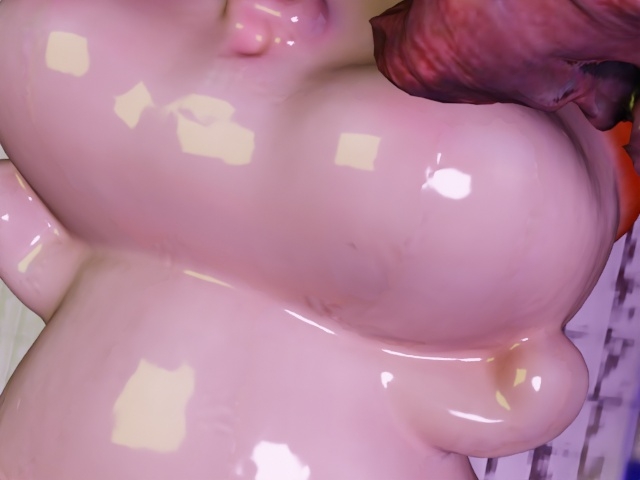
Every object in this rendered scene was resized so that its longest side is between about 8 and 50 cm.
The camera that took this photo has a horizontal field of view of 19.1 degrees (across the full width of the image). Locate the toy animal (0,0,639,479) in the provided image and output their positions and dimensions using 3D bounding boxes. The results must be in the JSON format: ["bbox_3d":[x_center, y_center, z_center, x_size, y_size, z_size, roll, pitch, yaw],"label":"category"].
[{"bbox_3d":[0.000,0.000,0.474,0.171,0.171,0.197,18,94,48],"label":"toy animal"}]

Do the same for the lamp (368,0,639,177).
[{"bbox_3d":[0.048,-0.141,0.393,0.223,0.215,0.151,34,140,15],"label":"lamp"}]
